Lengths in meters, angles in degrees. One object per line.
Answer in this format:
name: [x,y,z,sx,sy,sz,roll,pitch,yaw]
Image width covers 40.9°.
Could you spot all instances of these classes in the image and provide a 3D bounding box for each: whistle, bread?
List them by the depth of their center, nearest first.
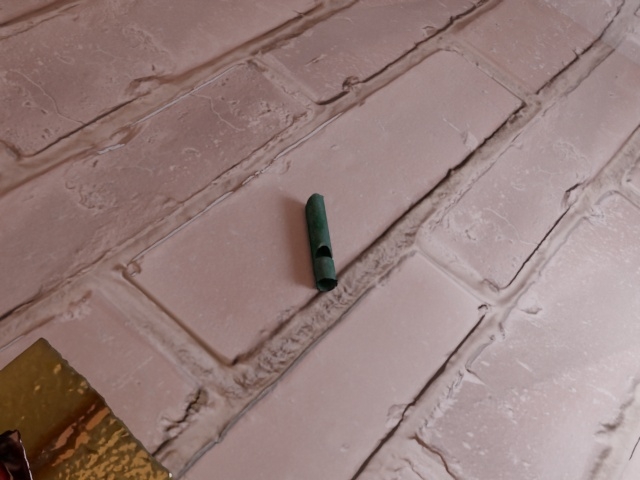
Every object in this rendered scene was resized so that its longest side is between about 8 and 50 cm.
bread: [-0.284,0.245,1.012,0.266,0.142,0.178,38,21,18]
whistle: [0.000,0.000,1.450,0.039,0.039,0.186,7,49,-18]

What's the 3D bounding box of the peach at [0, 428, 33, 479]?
peach: [-0.439,0.295,0.756,0.339,0.353,0.417,-10,60,16]
